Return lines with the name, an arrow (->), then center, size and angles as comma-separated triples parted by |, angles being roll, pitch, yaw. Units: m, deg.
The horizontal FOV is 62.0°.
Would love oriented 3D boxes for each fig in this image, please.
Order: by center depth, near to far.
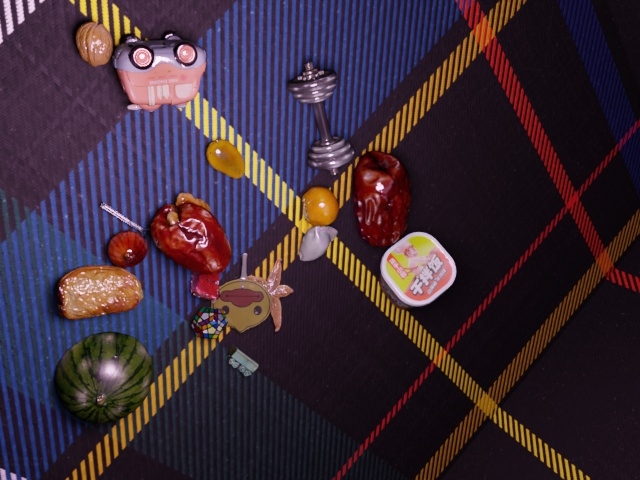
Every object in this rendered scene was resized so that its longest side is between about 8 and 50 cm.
fig -> -0.622, 0.028, 1.745 | 0.128, 0.150, 0.129 | 6, 83, -51

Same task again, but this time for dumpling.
dumpling -> -0.012, -0.003, 2.065 | 0.149, 0.104, 0.217 | -55, 172, -36

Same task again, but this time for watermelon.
watermelon -> -0.725, 0.495, 1.835 | 0.330, 0.189, 0.331 | -13, 120, -25

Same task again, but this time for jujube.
jujube -> 0.237, -0.158, 2.070 | 0.258, 0.258, 0.377 | -24, 119, -19

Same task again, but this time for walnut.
walnut -> -0.649, -0.564, 1.534 | 0.105, 0.105, 0.125 | -1, 124, -28
walnut -> -0.425, -0.018, 1.806 | 0.221, 0.244, 0.269 | -16, 131, 20

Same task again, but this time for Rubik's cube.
Rubik's cube -> -0.408, 0.303, 1.965 | 0.111, 0.133, 0.133 | 33, 91, 0

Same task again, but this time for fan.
fan -> -0.298, 0.205, 2.020 | 0.229, 0.011, 0.335 | 1, 109, -13

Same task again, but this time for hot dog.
hot dog -> -0.725, 0.171, 1.754 | 0.258, 0.114, 0.175 | -3, 105, -29

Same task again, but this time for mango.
mango -> -0.322, -0.277, 1.827 | 0.103, 0.076, 0.161 | -52, 127, -8

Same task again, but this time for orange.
orange -> -0.005, -0.125, 2.006 | 0.134, 0.154, 0.155 | -31, 120, -26

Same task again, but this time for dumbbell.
dumbbell -> 0.006, -0.425, 1.888 | 0.179, 0.179, 0.407 | -24, 117, -19

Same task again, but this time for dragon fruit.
dragon fruit -> -0.424, 0.159, 1.922 | 0.102, 0.096, 0.147 | 30, 49, -37

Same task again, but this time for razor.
razor -> -0.638, -0.069, 1.757 | 0.190, 0.033, 0.066 | 38, 88, -32

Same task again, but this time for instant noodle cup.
instant noodle cup -> 0.373, 0.150, 2.192 | 0.293, 0.308, 0.294 | 1, 72, -3

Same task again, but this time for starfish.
starfish -> -0.220, 0.218, 2.076 | 0.231, 0.048, 0.295 | -4, 106, -15

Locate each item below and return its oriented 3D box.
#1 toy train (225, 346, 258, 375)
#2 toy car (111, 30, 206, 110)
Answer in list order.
toy train -> -0.317, 0.485, 2.131 | 0.071, 0.038, 0.148 | -49, 122, -8
toy car -> -0.479, -0.501, 1.608 | 0.270, 0.180, 0.213 | -14, 125, -24
